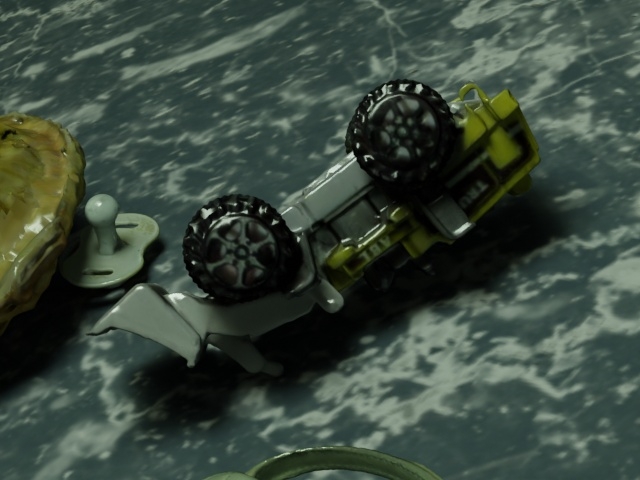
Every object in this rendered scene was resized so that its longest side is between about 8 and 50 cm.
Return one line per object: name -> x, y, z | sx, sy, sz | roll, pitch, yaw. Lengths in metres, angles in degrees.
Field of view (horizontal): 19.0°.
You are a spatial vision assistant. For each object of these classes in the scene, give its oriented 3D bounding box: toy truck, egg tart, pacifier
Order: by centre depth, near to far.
toy truck -> 0.000, 0.000, 1.139 | 0.286, 0.111, 0.136 | -35, -1, -1
pacifier -> -0.149, -0.004, 1.302 | 0.068, 0.064, 0.083 | 3, 37, 16
egg tart -> -0.314, 0.004, 1.320 | 0.341, 0.129, 0.341 | -26, 28, 15

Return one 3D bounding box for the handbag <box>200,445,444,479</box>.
handbag -> -0.015, 0.183, 0.901 | 0.219, 0.079, 0.256 | -27, 29, -20
